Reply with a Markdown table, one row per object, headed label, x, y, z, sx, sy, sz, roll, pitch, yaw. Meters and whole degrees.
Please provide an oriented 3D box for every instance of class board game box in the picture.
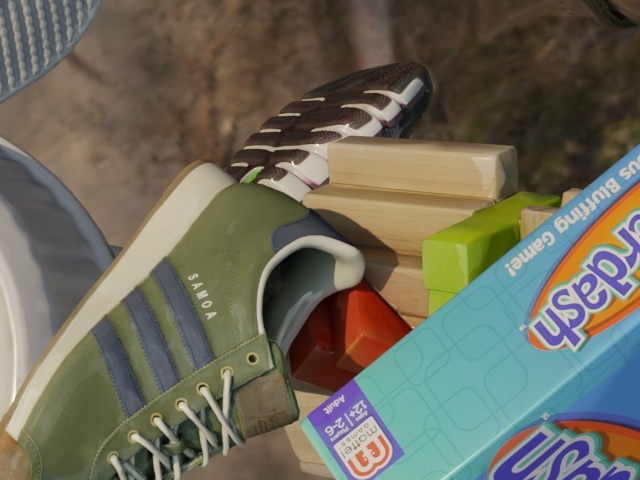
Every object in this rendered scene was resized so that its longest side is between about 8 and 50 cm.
| label | x | y | z | sx | sy | sz | roll | pitch | yaw |
| --- | --- | --- | --- | --- | --- | --- | --- | --- | --- |
| board game box | 0.118 | 0.030 | 0.534 | 0.047 | 0.210 | 0.160 | 54 | 7 | 38 |

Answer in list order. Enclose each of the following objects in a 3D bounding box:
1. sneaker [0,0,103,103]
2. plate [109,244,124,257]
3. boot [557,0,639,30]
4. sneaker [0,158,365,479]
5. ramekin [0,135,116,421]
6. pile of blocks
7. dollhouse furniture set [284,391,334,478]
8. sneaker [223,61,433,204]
| label | x | y | z | sx | sy | sz | roll | pitch | yaw |
| --- | --- | --- | --- | --- | --- | --- | --- | --- | --- |
| sneaker | -0.316 | -0.159 | 1.534 | 0.321 | 0.127 | 0.126 | -45 | 141 | 7 |
| plate | -0.162 | 0.117 | 1.094 | 0.278 | 0.277 | 0.045 | 14 | 35 | -56 |
| boot | 0.260 | -0.145 | 0.994 | 0.348 | 0.260 | 0.131 | -19 | 127 | -68 |
| sneaker | -0.050 | 0.053 | 0.699 | 0.192 | 0.086 | 0.064 | -58 | 159 | -31 |
| ramekin | -0.225 | 0.060 | 0.839 | 0.272 | 0.127 | 0.273 | 0 | 84 | 3 |
| pile of blocks | 0.121 | 0.074 | 0.712 | 0.362 | 0.149 | 0.112 | 32 | 30 | 22 |
| dollhouse furniture set | 0.167 | 0.098 | 0.999 | 0.303 | 0.198 | 0.286 | -47 | 126 | -42 |
| sneaker | 0.000 | 0.000 | 1.348 | 0.281 | 0.106 | 0.162 | -41 | 117 | -28 |
